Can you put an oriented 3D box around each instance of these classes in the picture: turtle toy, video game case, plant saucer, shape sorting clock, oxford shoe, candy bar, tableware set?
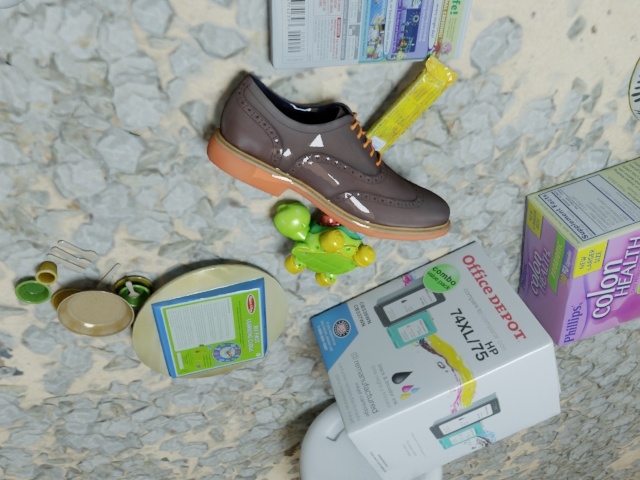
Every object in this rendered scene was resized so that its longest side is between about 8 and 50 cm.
[{"bbox_3d":[0.000,0.000,0.612,0.130,0.066,0.095,26,141,-32],"label":"turtle toy"},{"bbox_3d":[0.051,-0.258,0.437,0.193,0.023,0.212,-8,131,-12],"label":"video game case"},{"bbox_3d":[-0.263,0.083,0.601,0.083,0.015,0.083,-8,134,-8],"label":"plant saucer"},{"bbox_3d":[-0.141,0.111,0.678,0.206,0.040,0.206,-11,131,-13],"label":"shape sorting clock"},{"bbox_3d":[0.029,-0.077,0.518,0.271,0.097,0.098,19,117,-18],"label":"oxford shoe"},{"bbox_3d":[0.076,-0.125,0.548,0.040,0.018,0.161,25,127,-30],"label":"candy bar"},{"bbox_3d":[-0.269,0.068,0.611,0.104,0.024,0.154,-41,130,18],"label":"tableware set"}]

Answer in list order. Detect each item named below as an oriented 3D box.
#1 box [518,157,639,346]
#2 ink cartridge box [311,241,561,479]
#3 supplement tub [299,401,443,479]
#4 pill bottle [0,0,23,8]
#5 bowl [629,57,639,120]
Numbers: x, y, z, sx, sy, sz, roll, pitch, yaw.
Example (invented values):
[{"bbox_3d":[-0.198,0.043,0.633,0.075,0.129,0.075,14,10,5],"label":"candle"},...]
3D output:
[{"bbox_3d":[0.429,0.011,0.731,0.243,0.117,0.213,-18,133,-2],"label":"box"},{"bbox_3d":[0.163,0.177,0.731,0.270,0.198,0.197,-26,132,3],"label":"ink cartridge box"},{"bbox_3d":[0.096,0.455,0.922,0.235,0.235,0.324,-15,132,-6],"label":"supplement tub"},{"bbox_3d":[-0.107,-0.301,0.225,0.361,0.204,0.204,-35,131,13],"label":"pill bottle"},{"bbox_3d":[0.464,-0.194,0.592,0.170,0.080,0.170,-10,131,-11],"label":"bowl"}]
